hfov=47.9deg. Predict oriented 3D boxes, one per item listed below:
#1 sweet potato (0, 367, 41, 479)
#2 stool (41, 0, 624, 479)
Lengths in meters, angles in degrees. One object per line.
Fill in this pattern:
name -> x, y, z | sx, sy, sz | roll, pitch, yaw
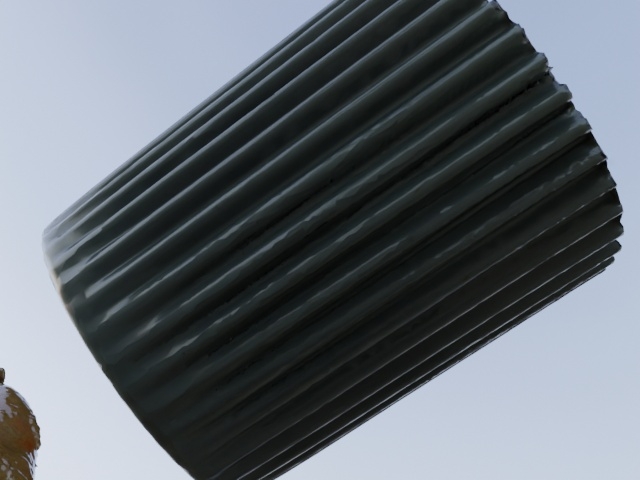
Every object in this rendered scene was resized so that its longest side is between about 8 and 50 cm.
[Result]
sweet potato -> -0.151, 0.110, 0.298 | 0.068, 0.206, 0.060 | 27, -77, -18
stool -> 0.000, 0.000, 0.560 | 0.330, 0.297, 0.297 | -36, -56, -5
